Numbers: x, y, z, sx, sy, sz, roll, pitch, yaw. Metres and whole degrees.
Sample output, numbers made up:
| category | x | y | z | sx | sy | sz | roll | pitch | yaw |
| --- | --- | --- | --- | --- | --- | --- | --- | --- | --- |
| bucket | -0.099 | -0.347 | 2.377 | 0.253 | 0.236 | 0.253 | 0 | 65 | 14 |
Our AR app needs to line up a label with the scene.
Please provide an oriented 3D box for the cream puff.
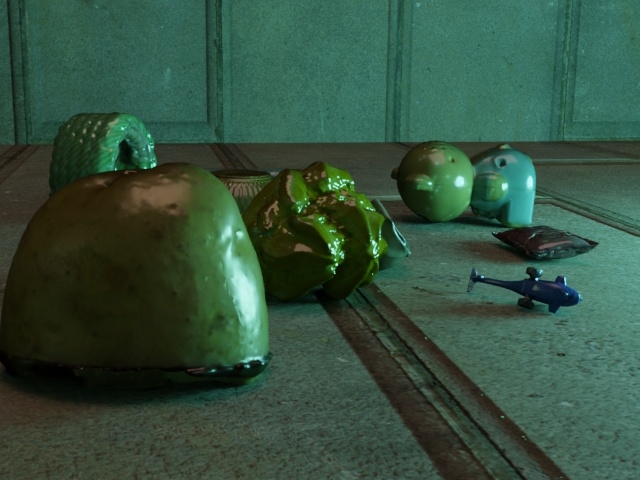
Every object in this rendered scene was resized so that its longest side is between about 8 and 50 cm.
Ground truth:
| category | x | y | z | sx | sy | sz | roll | pitch | yaw |
| --- | --- | --- | --- | --- | --- | --- | --- | --- | --- |
| cream puff | 0.001 | -0.005 | 1.191 | 0.221 | 0.195 | 0.194 | -16 | 20 | -41 |

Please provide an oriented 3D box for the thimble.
| category | x | y | z | sx | sy | sz | roll | pitch | yaw |
| --- | --- | --- | --- | --- | --- | --- | --- | --- | --- |
| thimble | -0.419 | -0.136 | 1.695 | 0.150 | 0.219 | 0.219 | 2 | 12 | 15 |

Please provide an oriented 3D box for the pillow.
| category | x | y | z | sx | sy | sz | roll | pitch | yaw |
| --- | --- | --- | --- | --- | --- | --- | --- | --- | --- |
| pillow | 0.370 | 0.003 | 1.472 | 0.118 | 0.043 | 0.185 | -7 | 10 | -8 |

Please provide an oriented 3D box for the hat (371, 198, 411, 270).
| category | x | y | z | sx | sy | sz | roll | pitch | yaw |
| --- | --- | --- | --- | --- | --- | --- | --- | --- | --- |
| hat | 0.049 | 0.018 | 1.352 | 0.175 | 0.085 | 0.147 | -17 | -24 | 9 |

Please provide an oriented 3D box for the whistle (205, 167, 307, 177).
| category | x | y | z | sx | sy | sz | roll | pitch | yaw |
| --- | --- | --- | --- | --- | --- | --- | --- | --- | --- |
| whistle | -0.119 | -0.138 | 2.058 | 0.312 | 0.062 | 0.062 | 0 | 12 | -3 |

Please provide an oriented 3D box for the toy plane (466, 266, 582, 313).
| category | x | y | z | sx | sy | sz | roll | pitch | yaw |
| --- | --- | --- | --- | --- | --- | --- | --- | --- | --- |
| toy plane | 0.268 | 0.064 | 1.174 | 0.167 | 0.054 | 0.062 | 11 | -9 | 37 |

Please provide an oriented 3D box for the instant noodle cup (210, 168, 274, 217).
| category | x | y | z | sx | sy | sz | roll | pitch | yaw |
| --- | --- | --- | --- | --- | --- | --- | --- | --- | --- |
| instant noodle cup | -0.160 | -0.091 | 1.765 | 0.273 | 0.091 | 0.274 | 2 | 12 | 0 |

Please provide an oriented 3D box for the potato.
| category | x | y | z | sx | sy | sz | roll | pitch | yaw |
| --- | --- | --- | --- | --- | --- | --- | --- | --- | --- |
| potato | -0.186 | 0.030 | 0.908 | 0.285 | 0.243 | 0.242 | 2 | 12 | 21 |

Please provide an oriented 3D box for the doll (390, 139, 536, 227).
| category | x | y | z | sx | sy | sz | roll | pitch | yaw |
| --- | --- | --- | --- | --- | --- | --- | --- | --- | --- |
| doll | 0.276 | -0.113 | 1.727 | 0.260 | 0.162 | 0.177 | 2 | 13 | -7 |
